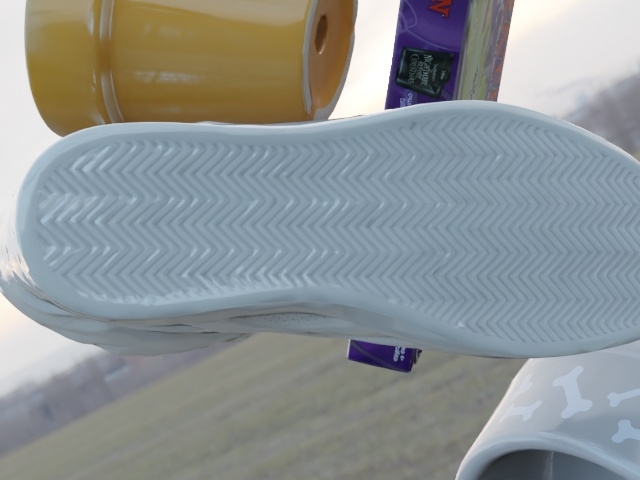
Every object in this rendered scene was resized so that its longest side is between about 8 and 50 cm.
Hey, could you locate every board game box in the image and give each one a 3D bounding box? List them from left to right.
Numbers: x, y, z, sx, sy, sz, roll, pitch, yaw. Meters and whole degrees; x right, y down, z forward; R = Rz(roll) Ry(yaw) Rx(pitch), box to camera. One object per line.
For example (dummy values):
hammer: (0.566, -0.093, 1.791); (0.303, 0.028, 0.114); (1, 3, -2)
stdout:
board game box: (0.083, -0.114, 1.039); (0.056, 0.347, 0.208); (11, 22, 8)

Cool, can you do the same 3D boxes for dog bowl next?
dog bowl: (0.243, 0.242, 1.216); (0.102, 0.349, 0.349); (-36, 5, -32)

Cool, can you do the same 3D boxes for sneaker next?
sneaker: (0.000, 0.000, 0.731); (0.292, 0.108, 0.169); (5, -7, -19)

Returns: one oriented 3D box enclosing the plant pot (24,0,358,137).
plant pot: (-0.080, -0.157, 1.175); (0.188, 0.205, 0.205); (11, 11, 15)
